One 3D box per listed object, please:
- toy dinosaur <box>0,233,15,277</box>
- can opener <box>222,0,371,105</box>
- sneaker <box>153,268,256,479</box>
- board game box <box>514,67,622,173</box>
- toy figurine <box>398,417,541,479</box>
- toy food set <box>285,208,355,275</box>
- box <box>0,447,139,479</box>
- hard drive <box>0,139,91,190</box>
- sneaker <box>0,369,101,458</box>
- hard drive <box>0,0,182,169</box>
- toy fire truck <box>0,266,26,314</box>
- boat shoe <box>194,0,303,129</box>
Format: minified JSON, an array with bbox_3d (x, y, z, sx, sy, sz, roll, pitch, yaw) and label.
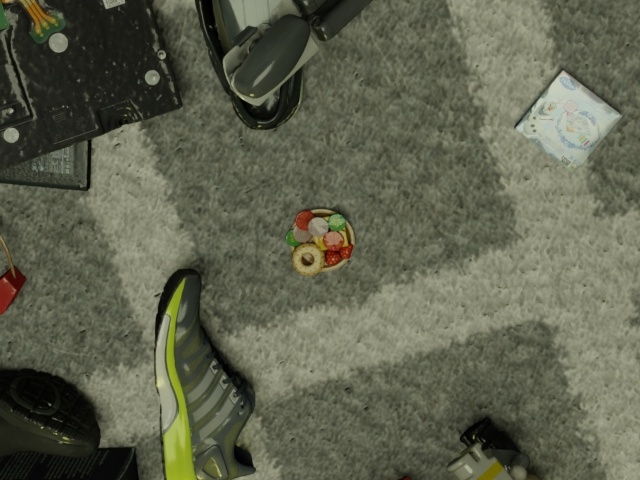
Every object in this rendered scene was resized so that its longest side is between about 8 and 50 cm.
[{"bbox_3d":[-0.455,-0.046,1.881,0.212,0.064,0.112,18,126,9],"label":"toy dinosaur"},{"bbox_3d":[0.011,-0.253,1.683,0.283,0.095,0.076,-44,124,-11],"label":"can opener"},{"bbox_3d":[-0.143,0.173,1.899,0.121,0.111,0.299,-4,113,-4],"label":"sneaker"},{"bbox_3d":[0.290,-0.140,1.792,0.090,0.020,0.090,37,108,-6],"label":"board game box"},{"bbox_3d":[0.174,0.338,1.854,0.209,0.213,0.148,-39,88,10],"label":"toy figurine"},{"bbox_3d":[0.000,0.000,1.863,0.083,0.020,0.082,-10,106,9],"label":"toy food set"},{"bbox_3d":[-0.337,0.357,1.962,0.207,0.108,0.153,-2,107,6],"label":"box"},{"bbox_3d":[-0.347,-0.112,1.860,0.135,0.022,0.094,6,108,4],"label":"hard drive"},{"bbox_3d":[-0.416,0.228,1.942,0.286,0.109,0.130,18,115,9],"label":"sneaker"},{"bbox_3d":[-0.320,-0.276,1.744,0.237,0.064,0.338,-21,107,-13],"label":"hard drive"},{"bbox_3d":[-0.479,0.076,1.919,0.135,0.047,0.192,44,107,-10],"label":"toy fire truck"},{"bbox_3d":[-0.084,-0.285,1.733,0.127,0.113,0.340,0,107,5],"label":"boat shoe"}]
